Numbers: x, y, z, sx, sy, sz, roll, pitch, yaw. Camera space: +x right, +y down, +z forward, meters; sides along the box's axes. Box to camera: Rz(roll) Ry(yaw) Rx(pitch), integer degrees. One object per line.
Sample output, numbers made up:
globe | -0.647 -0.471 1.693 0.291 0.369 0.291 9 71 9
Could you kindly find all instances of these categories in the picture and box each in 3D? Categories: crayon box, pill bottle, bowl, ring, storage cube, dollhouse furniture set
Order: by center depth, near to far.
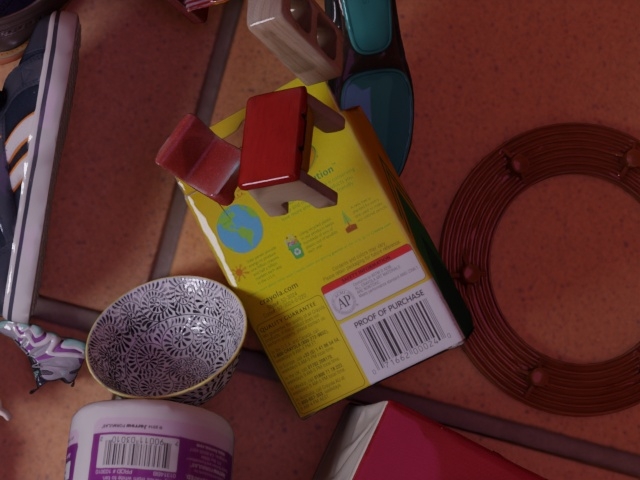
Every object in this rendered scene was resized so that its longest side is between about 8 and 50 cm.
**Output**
pill bottle | -0.177 0.319 1.545 0.169 0.169 0.302 8 69 -12
dollhouse furniture set | -0.092 -0.211 1.565 0.152 0.201 0.374 41 46 -49
storage cube | 0.092 0.291 1.632 0.193 0.183 0.215 28 79 -8
bowl | -0.151 0.123 1.634 0.170 0.170 0.080 -27 134 -14
crayon box | 0.000 0.000 1.651 0.202 0.081 0.319 -27 91 17
ring | 0.298 0.031 1.786 0.336 0.032 0.337 2 83 -13

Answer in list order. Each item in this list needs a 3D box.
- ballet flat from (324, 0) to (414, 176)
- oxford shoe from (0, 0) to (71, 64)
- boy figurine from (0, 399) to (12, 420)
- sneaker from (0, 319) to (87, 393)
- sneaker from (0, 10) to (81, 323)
ballet flat | 0.048 -0.192 1.713 0.095 0.096 0.281 -4 97 -14
oxford shoe | -0.251 -0.342 1.648 0.130 0.133 0.364 34 78 -7
boy figurine | -0.402 0.170 1.581 0.177 0.092 0.285 -8 89 -11
sneaker | -0.295 0.124 1.636 0.098 0.038 0.069 19 79 -10
sneaker | -0.324 -0.084 1.596 0.127 0.126 0.321 11 87 -4
